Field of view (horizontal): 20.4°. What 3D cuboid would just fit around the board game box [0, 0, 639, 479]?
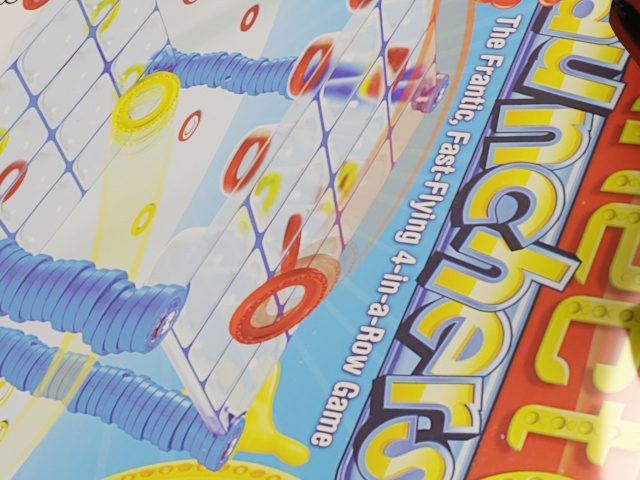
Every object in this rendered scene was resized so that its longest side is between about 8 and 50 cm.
[{"bbox_3d":[0.000,0.000,0.539,0.302,0.086,0.308,8,57,28],"label":"board game box"}]

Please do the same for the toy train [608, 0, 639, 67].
[{"bbox_3d":[0.197,-0.126,0.397,0.334,0.142,0.190,-29,69,-10],"label":"toy train"}]
